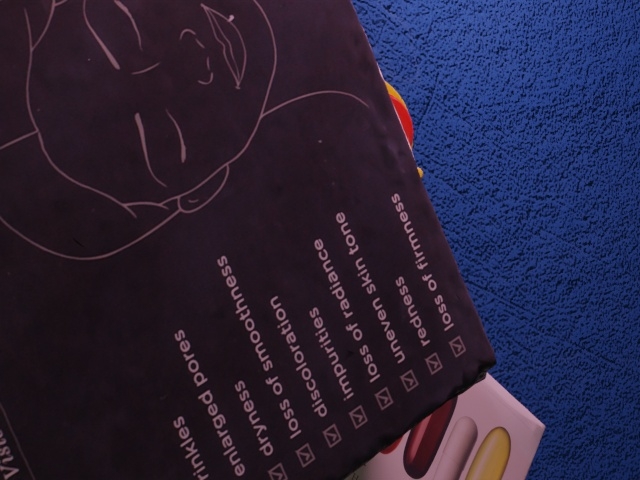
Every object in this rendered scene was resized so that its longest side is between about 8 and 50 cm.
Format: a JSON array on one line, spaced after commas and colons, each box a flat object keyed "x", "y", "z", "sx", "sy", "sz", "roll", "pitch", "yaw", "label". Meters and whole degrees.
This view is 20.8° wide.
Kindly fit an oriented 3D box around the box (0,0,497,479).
[{"x": -0.190, "y": -0.001, "z": 1.270, "sx": 0.472, "sy": 0.297, "sz": 0.479, "roll": -31, "pitch": 103, "yaw": -42, "label": "box"}]

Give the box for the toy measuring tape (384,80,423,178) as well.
[{"x": -0.013, "y": -0.133, "z": 1.575, "sx": 0.330, "sy": 0.121, "sz": 0.121, "roll": 40, "pitch": 58, "yaw": -29, "label": "toy measuring tape"}]

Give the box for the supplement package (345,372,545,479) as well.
[{"x": 0.061, "y": 0.201, "z": 1.553, "sx": 0.194, "sy": 0.149, "sz": 0.203, "roll": 42, "pitch": 58, "yaw": -28, "label": "supplement package"}]
